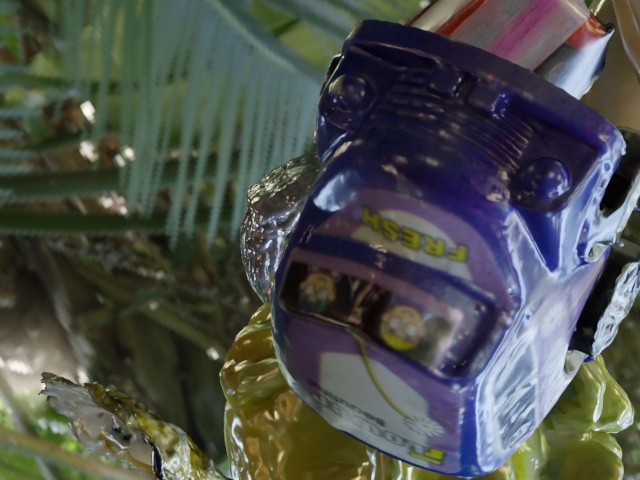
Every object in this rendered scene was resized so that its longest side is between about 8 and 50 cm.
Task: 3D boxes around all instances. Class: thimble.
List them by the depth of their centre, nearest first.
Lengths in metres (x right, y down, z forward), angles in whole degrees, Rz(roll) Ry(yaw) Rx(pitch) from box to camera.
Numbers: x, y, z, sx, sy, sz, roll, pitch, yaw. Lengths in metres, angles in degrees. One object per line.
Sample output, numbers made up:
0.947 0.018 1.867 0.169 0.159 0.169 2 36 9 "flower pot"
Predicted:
0.003 0.000 1.314 0.150 0.150 0.098 -26 -162 0 "thimble"

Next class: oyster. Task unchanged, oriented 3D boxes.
-0.090 0.115 0.790 0.045 0.146 0.121 -47 -171 -5 "oyster"

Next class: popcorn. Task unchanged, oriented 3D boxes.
0.075 0.136 1.053 0.312 0.312 0.312 -14 -137 13 "popcorn"

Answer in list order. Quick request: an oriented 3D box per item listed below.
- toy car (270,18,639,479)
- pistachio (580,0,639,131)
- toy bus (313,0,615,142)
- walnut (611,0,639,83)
0.059 0.012 0.744 0.172 0.235 0.158 24 -118 19 "toy car"
0.379 -0.181 1.536 0.230 0.230 0.309 39 -68 46 "pistachio"
0.129 -0.141 1.425 0.303 0.147 0.127 -40 -160 15 "toy bus"
0.174 -0.069 0.389 0.198 0.198 0.245 -20 -116 7 "walnut"
